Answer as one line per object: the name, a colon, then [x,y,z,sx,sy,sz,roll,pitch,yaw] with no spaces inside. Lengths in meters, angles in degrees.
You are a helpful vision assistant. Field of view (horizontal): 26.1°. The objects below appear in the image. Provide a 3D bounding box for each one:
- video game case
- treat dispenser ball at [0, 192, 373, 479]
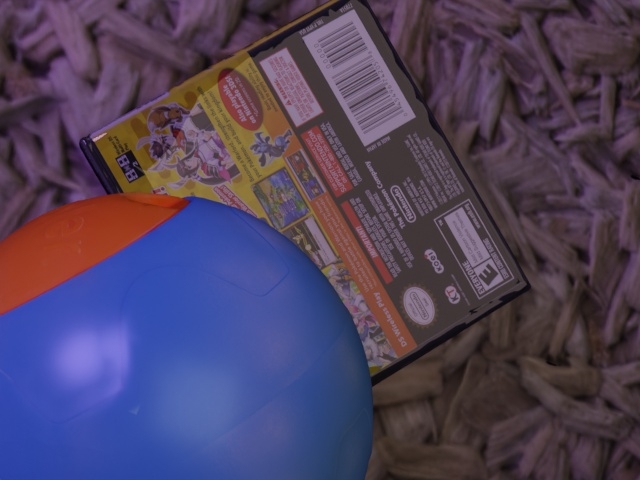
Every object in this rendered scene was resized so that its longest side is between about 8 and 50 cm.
video game case: [-0.010,-0.018,1.063,0.248,0.035,0.275,-31,92,-10]
treat dispenser ball: [-0.110,0.112,0.875,0.288,0.288,0.288,9,72,-31]
